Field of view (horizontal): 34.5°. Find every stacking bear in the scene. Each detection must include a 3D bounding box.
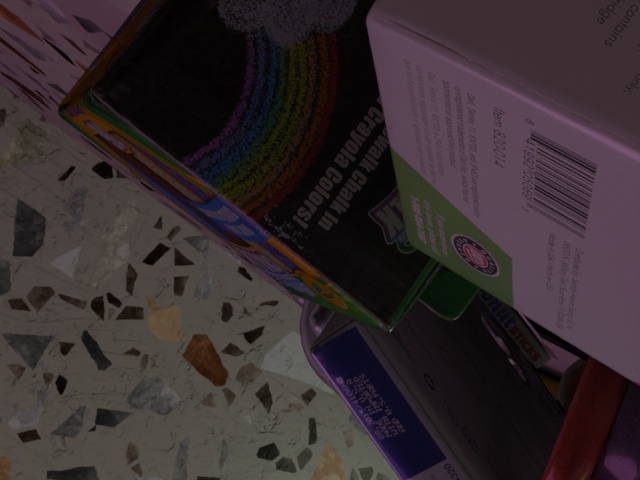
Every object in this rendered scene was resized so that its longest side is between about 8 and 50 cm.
[{"bbox_3d":[0.341,0.182,0.821,0.288,0.175,0.164,22,131,17],"label":"stacking bear"}]

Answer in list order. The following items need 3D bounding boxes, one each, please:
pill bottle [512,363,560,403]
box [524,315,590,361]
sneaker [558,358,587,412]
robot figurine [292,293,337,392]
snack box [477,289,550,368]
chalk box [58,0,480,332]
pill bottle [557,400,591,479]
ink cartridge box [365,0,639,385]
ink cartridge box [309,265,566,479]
[{"bbox_3d":[0.298,0.245,1.455,0.119,0.119,0.208,40,171,-30],"label":"pill bottle"},{"bbox_3d":[0.246,0.078,1.035,0.116,0.029,0.162,28,168,43],"label":"box"},{"bbox_3d":[0.385,0.225,1.066,0.121,0.108,0.302,41,178,-39],"label":"sneaker"},{"bbox_3d":[0.094,0.134,1.367,0.300,0.200,0.353,32,171,25],"label":"robot figurine"},{"bbox_3d":[0.174,0.054,1.057,0.178,0.022,0.064,49,-170,-23],"label":"snack box"},{"bbox_3d":[0.004,-0.066,0.675,0.289,0.180,0.179,40,171,-19],"label":"chalk box"},{"bbox_3d":[0.389,0.289,1.320,0.219,0.123,0.122,40,171,-33],"label":"pill bottle"},{"bbox_3d":[0.200,0.003,0.409,0.353,0.119,0.207,33,164,22],"label":"ink cartridge box"},{"bbox_3d":[0.140,0.162,0.974,0.324,0.071,0.330,55,-161,-4],"label":"ink cartridge box"}]
